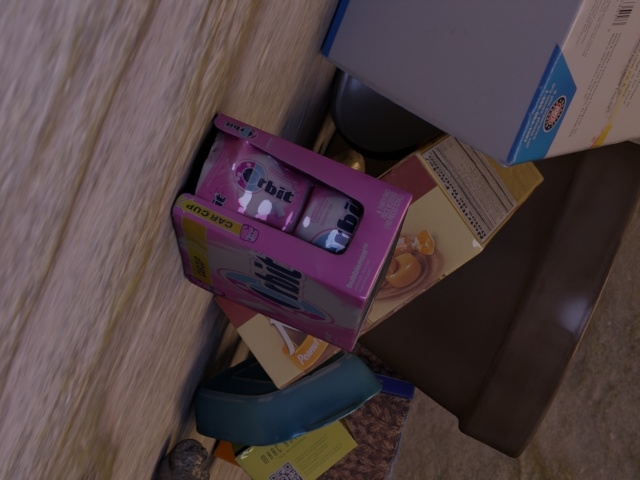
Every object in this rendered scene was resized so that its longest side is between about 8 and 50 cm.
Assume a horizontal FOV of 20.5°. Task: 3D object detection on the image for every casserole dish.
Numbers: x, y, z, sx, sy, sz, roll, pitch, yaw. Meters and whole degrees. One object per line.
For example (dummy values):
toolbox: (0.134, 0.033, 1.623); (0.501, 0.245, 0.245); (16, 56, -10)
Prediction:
casserole dish: (-0.032, 0.115, 1.356); (0.114, 0.037, 0.188); (-26, -169, -25)

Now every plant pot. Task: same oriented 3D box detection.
plant pot: (0.125, 0.004, 1.697); (0.323, 0.280, 0.323); (24, 90, -86)

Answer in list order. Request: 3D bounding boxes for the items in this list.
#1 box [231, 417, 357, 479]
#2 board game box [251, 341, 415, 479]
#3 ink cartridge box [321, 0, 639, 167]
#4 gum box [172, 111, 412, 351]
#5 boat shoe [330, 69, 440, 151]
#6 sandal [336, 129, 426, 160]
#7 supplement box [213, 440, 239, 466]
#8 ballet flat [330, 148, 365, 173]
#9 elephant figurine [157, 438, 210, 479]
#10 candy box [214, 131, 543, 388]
box: (-0.032, 0.149, 1.495); (0.087, 0.058, 0.232); (-39, -169, -1)
board game box: (0.027, 0.156, 1.924); (0.291, 0.141, 0.232); (-72, 176, -56)
ink cartridge box: (0.152, -0.173, 1.252); (0.232, 0.168, 0.171); (-13, 129, -56)
gum box: (-0.016, -0.001, 0.956); (0.188, 0.107, 0.062); (98, 16, -78)
boat shoe: (0.105, -0.206, 1.450); (0.306, 0.113, 0.105); (-58, -160, -3)
sandal: (0.051, -0.125, 1.547); (0.060, 0.090, 0.219); (-43, -164, 29)
supplement box: (-0.084, 0.207, 1.884); (0.098, 0.036, 0.062); (82, 31, -84)
ballet flat: (0.000, 0.000, 1.570); (0.049, 0.057, 0.173); (40, -71, 50)
elephant figurine: (-0.067, 0.268, 1.442); (0.239, 0.169, 0.186); (-63, 172, 19)
candy box: (0.056, -0.005, 1.348); (0.183, 0.087, 0.316); (-36, 180, 18)
